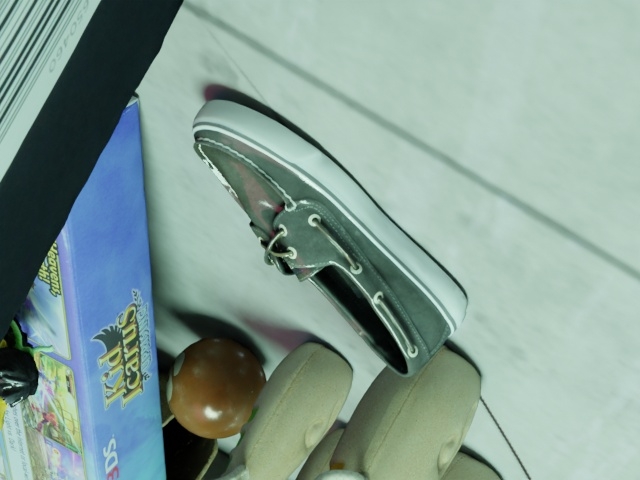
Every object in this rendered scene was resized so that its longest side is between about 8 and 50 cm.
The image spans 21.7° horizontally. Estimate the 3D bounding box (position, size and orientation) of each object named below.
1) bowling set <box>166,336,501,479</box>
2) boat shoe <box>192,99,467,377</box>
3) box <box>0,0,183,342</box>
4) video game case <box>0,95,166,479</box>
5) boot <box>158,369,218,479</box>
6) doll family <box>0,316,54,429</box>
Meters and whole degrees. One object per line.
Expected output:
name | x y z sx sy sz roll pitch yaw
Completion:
bowling set | -0.016 0.151 0.843 0.200 0.154 0.287 20 152 30
boat shoe | 0.000 0.000 0.676 0.142 0.040 0.049 41 156 -13
box | -0.259 -0.141 0.467 0.396 0.212 0.293 21 155 7
video game case | -0.194 0.003 0.834 0.244 0.061 0.269 25 139 23
boot | -0.183 0.160 0.916 0.115 0.305 0.112 7 126 45
doll family | -0.168 0.026 0.725 0.111 0.076 0.193 18 133 35
